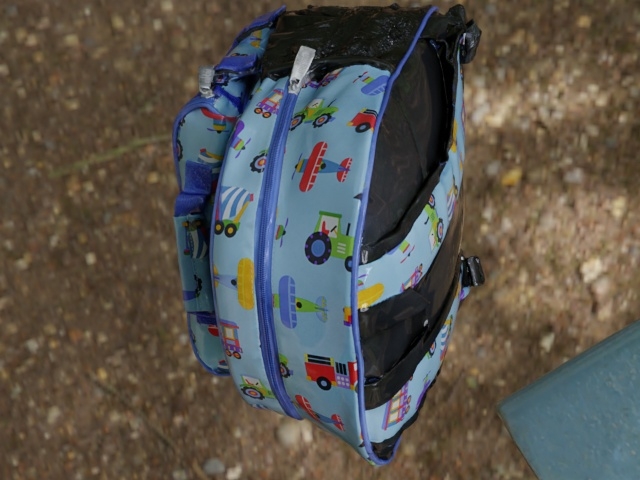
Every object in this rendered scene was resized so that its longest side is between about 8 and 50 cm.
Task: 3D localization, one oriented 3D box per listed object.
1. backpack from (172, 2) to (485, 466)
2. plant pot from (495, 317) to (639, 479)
[{"bbox_3d":[0.000,0.000,0.566,0.116,0.158,0.173,3,32,12],"label":"backpack"},{"bbox_3d":[0.288,0.116,0.695,0.252,0.247,0.248,-39,65,16],"label":"plant pot"}]
